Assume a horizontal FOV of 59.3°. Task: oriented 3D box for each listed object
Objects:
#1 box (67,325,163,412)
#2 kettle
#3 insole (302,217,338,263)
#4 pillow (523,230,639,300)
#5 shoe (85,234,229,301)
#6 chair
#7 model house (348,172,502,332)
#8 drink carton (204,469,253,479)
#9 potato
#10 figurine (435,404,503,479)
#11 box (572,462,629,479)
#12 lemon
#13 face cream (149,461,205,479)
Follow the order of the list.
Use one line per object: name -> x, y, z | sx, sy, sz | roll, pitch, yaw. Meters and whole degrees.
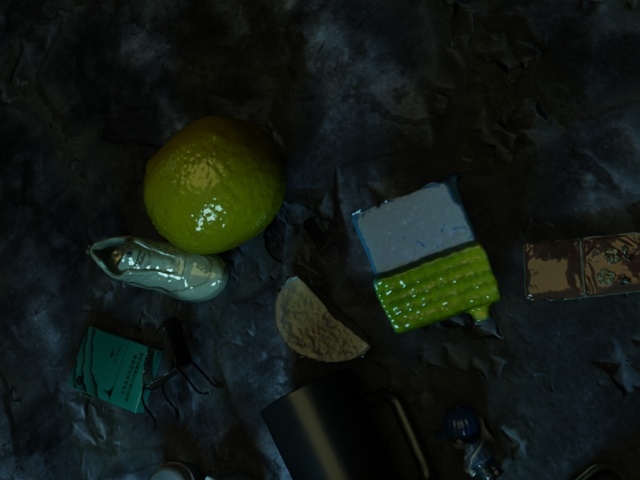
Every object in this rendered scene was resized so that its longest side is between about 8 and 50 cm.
box -> -0.522, 0.324, 1.430 | 0.226, 0.042, 0.161 | 13, 79, 21
kettle -> 0.055, 0.436, 1.149 | 0.203, 0.262, 0.308 | -45, 65, 42
insole -> 0.000, 0.000, 1.358 | 0.045, 0.002, 0.135 | -38, 67, 5
pillow -> 0.531, 0.055, 1.140 | 0.232, 0.043, 0.126 | -7, 74, 18
shoe -> -0.400, 0.063, 1.366 | 0.341, 0.210, 0.132 | 7, 78, 20
chair -> -0.345, 0.299, 1.312 | 0.149, 0.174, 0.213 | -29, 79, 5
model house -> 0.226, 0.041, 1.163 | 0.237, 0.215, 0.304 | -21, 74, 12
drink carton -> -0.237, 0.660, 1.195 | 0.106, 0.130, 0.315 | 21, 82, 21
potato -> -0.005, 0.199, 1.257 | 0.243, 0.098, 0.138 | 43, 96, 17
figurine -> 0.295, 0.404, 1.112 | 0.086, 0.087, 0.149 | -21, 65, -28
box -> 0.543, 0.520, 0.939 | 0.138, 0.178, 0.274 | -43, 68, 3
lemon -> -0.245, -0.127, 1.312 | 0.335, 0.336, 0.337 | -5, 74, 18
face cream -> -0.323, 0.558, 1.265 | 0.117, 0.104, 0.117 | -5, 74, 18
